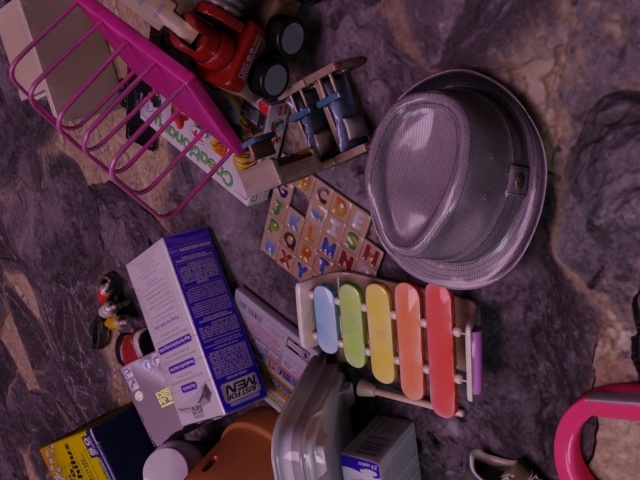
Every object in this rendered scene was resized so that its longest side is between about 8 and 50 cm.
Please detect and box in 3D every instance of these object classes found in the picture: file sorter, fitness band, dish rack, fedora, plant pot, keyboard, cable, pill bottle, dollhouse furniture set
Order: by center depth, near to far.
[{"bbox_3d":[0.413,0.273,0.875,0.290,0.054,0.209,-3,108,47],"label":"fitness band"},{"bbox_3d":[0.137,-0.070,0.895,0.243,0.124,0.276,24,107,32],"label":"fedora"},{"bbox_3d":[-0.018,-0.157,1.012,0.129,0.183,0.129,-18,95,47],"label":"dollhouse furniture set"},{"bbox_3d":[-0.301,-0.199,1.135,0.290,0.182,0.202,39,172,27],"label":"file sorter"},{"bbox_3d":[0.013,0.379,1.183,0.072,0.285,0.333,-3,108,17],"label":"dish rack"},{"bbox_3d":[-0.132,0.491,1.401,0.290,0.203,0.291,19,120,38],"label":"plant pot"},{"bbox_3d":[-0.345,-0.268,1.411,0.108,0.023,0.180,28,125,26],"label":"keyboard"},{"bbox_3d":[-0.286,0.474,1.531,0.121,0.121,0.216,51,176,16],"label":"pill bottle"},{"bbox_3d":[-0.518,0.172,1.741,0.287,0.072,0.140,-35,76,47],"label":"cable"}]

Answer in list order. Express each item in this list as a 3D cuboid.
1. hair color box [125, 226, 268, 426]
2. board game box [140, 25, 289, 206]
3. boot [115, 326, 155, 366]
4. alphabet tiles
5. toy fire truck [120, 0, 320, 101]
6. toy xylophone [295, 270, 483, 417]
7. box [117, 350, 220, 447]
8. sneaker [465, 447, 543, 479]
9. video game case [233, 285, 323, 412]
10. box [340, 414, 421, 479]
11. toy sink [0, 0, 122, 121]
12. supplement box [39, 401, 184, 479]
[{"bbox_3d":[-0.239,0.166,1.408,0.185,0.110,0.339,-28,79,50],"label":"hair color box"},{"bbox_3d":[-0.186,-0.220,1.249,0.305,0.053,0.193,39,132,27],"label":"board game box"},{"bbox_3d":[-0.383,0.317,1.668,0.176,0.088,0.244,-19,90,52],"label":"boot"},{"bbox_3d":[0.000,0.000,1.194,0.237,0.009,0.198,38,130,28],"label":"alphabet tiles"},{"bbox_3d":[-0.143,-0.328,0.982,0.158,0.246,0.217,27,96,35],"label":"toy fire truck"},{"bbox_3d":[0.111,0.157,1.092,0.322,0.081,0.236,1,109,41],"label":"toy xylophone"},{"bbox_3d":[-0.299,0.308,1.538,0.190,0.045,0.184,-26,86,15],"label":"box"},{"bbox_3d":[0.279,0.348,1.026,0.192,0.064,0.086,12,121,45],"label":"sneaker"},{"bbox_3d":[-0.092,0.215,1.371,0.212,0.023,0.193,34,129,29],"label":"video game case"},{"bbox_3d":[0.098,0.368,1.168,0.072,0.126,0.137,2,109,34],"label":"box"},{"bbox_3d":[-0.505,-0.345,1.440,0.131,0.152,0.234,-6,105,46],"label":"toy sink"},{"bbox_3d":[-0.495,0.517,1.781,0.356,0.195,0.194,-30,86,48],"label":"supplement box"}]
